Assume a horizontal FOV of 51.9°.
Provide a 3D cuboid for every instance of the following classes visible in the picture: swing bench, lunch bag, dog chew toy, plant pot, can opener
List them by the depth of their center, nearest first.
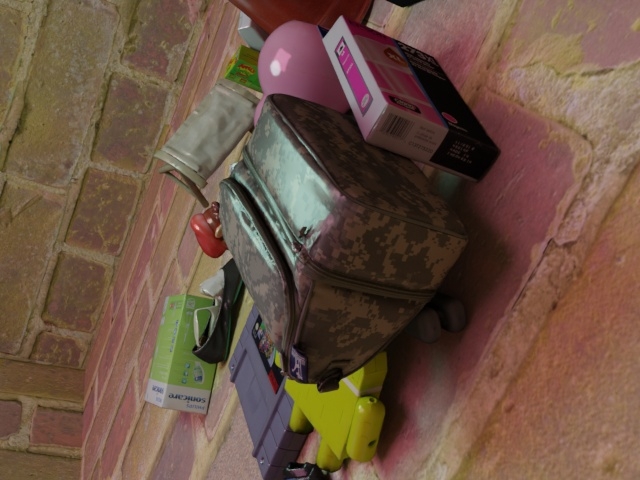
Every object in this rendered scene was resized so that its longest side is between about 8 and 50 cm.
[{"bbox_3d":[0.000,0.000,0.826,0.256,0.213,0.305,-61,39,26],"label":"lunch bag"},{"bbox_3d":[0.103,0.104,0.928,0.283,0.076,0.095,19,125,65],"label":"can opener"},{"bbox_3d":[-0.036,-0.246,1.273,0.206,0.207,0.331,-128,49,-61],"label":"dog chew toy"},{"bbox_3d":[-0.071,-0.544,1.360,0.272,0.265,0.272,-29,48,38],"label":"plant pot"},{"bbox_3d":[-0.274,-0.247,1.639,0.253,0.165,0.254,-52,1,-13],"label":"swing bench"}]

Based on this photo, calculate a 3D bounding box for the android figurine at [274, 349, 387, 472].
[{"bbox_3d":[0.015,0.197,0.959,0.248,0.056,0.272,44,131,45],"label":"android figurine"}]

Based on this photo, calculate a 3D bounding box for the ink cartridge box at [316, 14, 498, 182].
[{"bbox_3d":[0.110,-0.231,0.957,0.069,0.176,0.370,-60,28,29],"label":"ink cartridge box"}]

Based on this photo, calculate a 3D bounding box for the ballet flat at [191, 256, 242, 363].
[{"bbox_3d":[-0.251,0.157,1.597,0.095,0.096,0.280,-17,60,63],"label":"ballet flat"}]

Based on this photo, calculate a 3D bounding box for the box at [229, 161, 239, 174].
[{"bbox_3d":[-0.016,-0.068,1.070,0.290,0.087,0.169,-11,83,40],"label":"box"}]

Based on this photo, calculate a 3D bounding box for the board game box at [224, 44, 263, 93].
[{"bbox_3d":[-0.123,-0.385,1.544,0.092,0.181,0.043,-30,47,57],"label":"board game box"}]

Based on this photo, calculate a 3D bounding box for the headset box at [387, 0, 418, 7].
[{"bbox_3d":[0.121,-0.494,1.014,0.283,0.247,0.131,14,88,65],"label":"headset box"}]

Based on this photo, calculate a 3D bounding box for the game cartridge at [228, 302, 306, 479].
[{"bbox_3d":[-0.092,0.246,1.252,0.355,0.068,0.230,-127,52,-61],"label":"game cartridge"}]

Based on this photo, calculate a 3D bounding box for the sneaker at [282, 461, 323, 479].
[{"bbox_3d":[-0.043,0.399,1.045,0.152,0.058,0.084,-43,44,42],"label":"sneaker"}]

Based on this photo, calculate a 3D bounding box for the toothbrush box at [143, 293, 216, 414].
[{"bbox_3d":[-0.350,0.289,1.700,0.206,0.122,0.283,-16,61,62],"label":"toothbrush box"}]

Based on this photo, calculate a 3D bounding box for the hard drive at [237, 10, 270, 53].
[{"bbox_3d":[-0.108,-0.577,1.601,0.047,0.233,0.352,-8,63,25],"label":"hard drive"}]

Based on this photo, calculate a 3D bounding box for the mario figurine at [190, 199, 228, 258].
[{"bbox_3d":[-0.185,-0.087,1.628,0.320,0.170,0.198,-55,-8,15],"label":"mario figurine"}]
